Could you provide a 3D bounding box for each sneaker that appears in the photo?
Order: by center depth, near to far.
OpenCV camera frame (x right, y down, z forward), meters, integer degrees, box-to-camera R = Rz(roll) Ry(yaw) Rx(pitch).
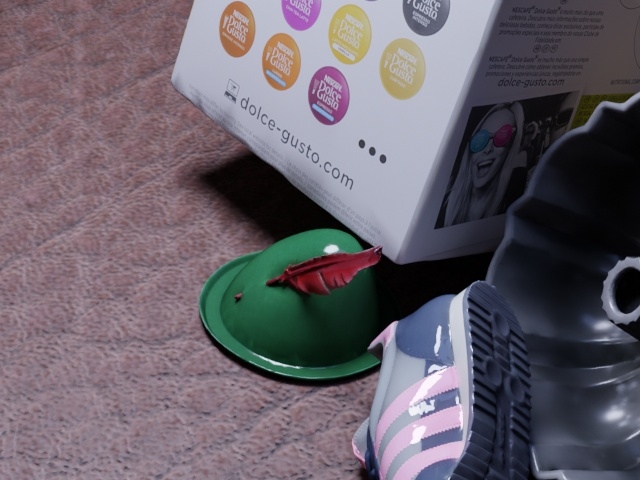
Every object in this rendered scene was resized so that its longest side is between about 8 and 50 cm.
[{"bbox_3d":[0.082,0.183,1.345,0.131,0.112,0.319,-23,38,33],"label":"sneaker"}]

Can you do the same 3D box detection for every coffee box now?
[{"bbox_3d":[0.127,-0.216,1.599,0.338,0.334,0.337,-6,35,-45],"label":"coffee box"}]

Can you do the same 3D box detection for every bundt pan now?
[{"bbox_3d":[0.279,0.051,1.377,0.124,0.331,0.331,15,27,-36],"label":"bundt pan"}]

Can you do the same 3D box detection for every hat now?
[{"bbox_3d":[0.000,0.000,1.485,0.208,0.183,0.173,26,42,25],"label":"hat"}]
